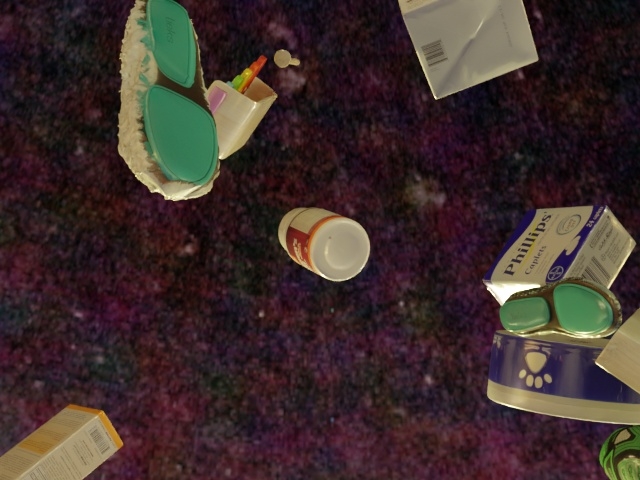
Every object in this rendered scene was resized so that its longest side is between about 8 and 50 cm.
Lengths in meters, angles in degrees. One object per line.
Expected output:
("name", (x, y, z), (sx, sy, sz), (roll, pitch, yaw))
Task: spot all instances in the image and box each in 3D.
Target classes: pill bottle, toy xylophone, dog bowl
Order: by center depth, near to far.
("dog bowl", (0.390, 0.202, 1.395), (0.264, 0.265, 0.104), (5, 88, -5))
("toy xylophone", (-0.137, -0.251, 1.636), (0.081, 0.323, 0.236), (36, 95, -3))
("pill bottle", (0.000, 0.000, 1.806), (0.121, 0.221, 0.121), (-4, 101, -22))

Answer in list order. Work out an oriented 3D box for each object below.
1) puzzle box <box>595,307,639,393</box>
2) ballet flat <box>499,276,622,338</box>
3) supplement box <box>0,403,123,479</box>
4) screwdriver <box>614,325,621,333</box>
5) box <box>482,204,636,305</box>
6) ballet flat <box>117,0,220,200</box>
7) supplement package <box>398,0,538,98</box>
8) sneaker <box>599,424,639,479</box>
("puzzle box", (0.540, 0.226, 1.113), (0.409, 0.272, 0.052), (36, 107, 20))
("ballet flat", (0.273, 0.071, 1.002), (0.070, 0.070, 0.188), (27, 166, -22))
("supplement box", (-0.211, 0.173, 0.713), (0.062, 0.098, 0.036), (-4, 117, 51))
("screwdriver", (0.590, 0.195, 1.804), (0.025, 0.170, 0.024), (21, 117, -12))
("box", (0.290, 0.028, 1.129), (0.072, 0.126, 0.137), (46, 157, -21))
("ballet flat", (-0.227, -0.181, 1.300), (0.147, 0.409, 0.147), (-5, 138, -5))
("supplement package", (0.245, -0.436, 1.658), (0.198, 0.263, 0.199), (-20, 135, 11))
("sneaker", (0.440, 0.315, 1.010), (0.134, 0.146, 0.343), (-44, 109, -14))
